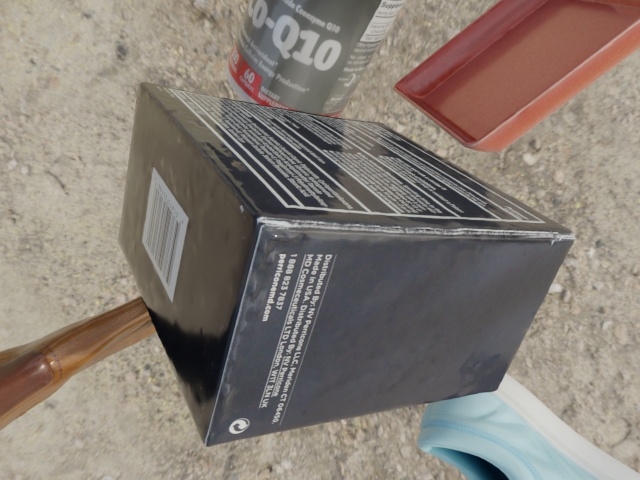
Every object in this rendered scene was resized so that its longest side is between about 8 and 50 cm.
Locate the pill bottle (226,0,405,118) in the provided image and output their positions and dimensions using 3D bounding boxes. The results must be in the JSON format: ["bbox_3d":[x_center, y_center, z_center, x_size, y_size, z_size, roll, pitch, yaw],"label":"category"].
[{"bbox_3d":[0.010,-0.281,0.623,0.161,0.161,0.283,34,131,1],"label":"pill bottle"}]

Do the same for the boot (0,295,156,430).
[{"bbox_3d":[-0.246,0.116,0.497,0.280,0.264,0.096,-24,79,-25],"label":"boot"}]

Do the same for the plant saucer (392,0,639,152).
[{"bbox_3d":[0.232,-0.211,0.633,0.258,0.259,0.048,-37,120,9],"label":"plant saucer"}]

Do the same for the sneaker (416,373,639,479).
[{"bbox_3d":[0.265,0.305,0.625,0.365,0.135,0.150,36,61,17],"label":"sneaker"}]

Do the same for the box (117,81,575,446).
[{"bbox_3d":[0.000,0.000,0.509,0.293,0.296,0.183,1,118,-32],"label":"box"}]
